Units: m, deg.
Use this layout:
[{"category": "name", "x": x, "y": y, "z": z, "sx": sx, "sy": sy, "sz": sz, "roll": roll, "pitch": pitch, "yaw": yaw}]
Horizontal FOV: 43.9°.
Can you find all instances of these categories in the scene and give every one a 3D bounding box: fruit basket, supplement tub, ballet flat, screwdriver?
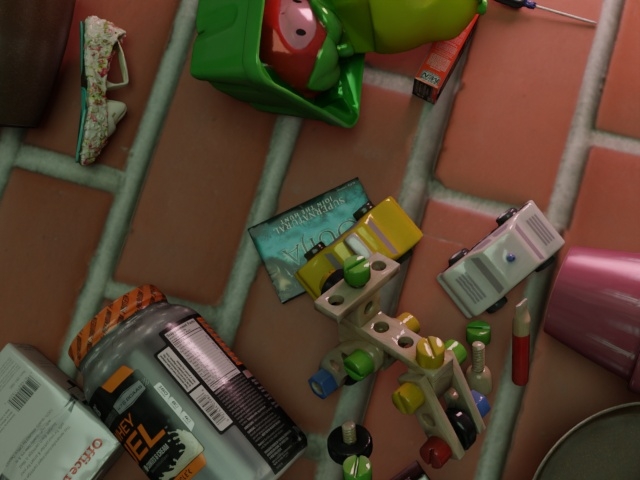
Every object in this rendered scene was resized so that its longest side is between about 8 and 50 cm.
[{"category": "fruit basket", "x": 0.030, "y": -0.356, "z": 1.121, "sx": 0.392, "sy": 0.283, "sz": 0.391, "roll": -9, "pitch": 74, "yaw": 33}, {"category": "supplement tub", "x": -0.185, "y": 0.224, "z": 1.083, "sx": 0.193, "sy": 0.193, "sz": 0.316, "roll": -42, "pitch": 80, "yaw": -4}, {"category": "ballet flat", "x": -0.337, "y": -0.232, "z": 1.232, "sx": 0.077, "sy": 0.091, "sz": 0.240, "roll": 2, "pitch": 83, "yaw": -18}, {"category": "screwdriver", "x": 0.349, "y": -0.362, "z": 1.236, "sx": 0.170, "sy": 0.025, "sz": 0.024, "roll": 16, "pitch": 82, "yaw": 7}]

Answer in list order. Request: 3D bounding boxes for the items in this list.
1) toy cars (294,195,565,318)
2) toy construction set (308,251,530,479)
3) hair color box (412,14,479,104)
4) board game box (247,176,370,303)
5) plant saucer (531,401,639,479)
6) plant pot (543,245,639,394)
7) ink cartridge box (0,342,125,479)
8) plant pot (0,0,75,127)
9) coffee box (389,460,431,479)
[{"category": "toy cars", "x": 0.161, "y": 0.023, "z": 1.130, "sx": 0.394, "sy": 0.087, "sz": 0.176, "roll": 2, "pitch": 87, "yaw": -2}, {"category": "toy construction set", "x": 0.128, "y": 0.127, "z": 1.027, "sx": 0.309, "sy": 0.257, "sz": 0.237, "roll": -15, "pitch": 123, "yaw": -14}, {"category": "hair color box", "x": 0.191, "y": -0.286, "z": 1.209, "sx": 0.043, "sy": 0.072, "sz": 0.141, "roll": 28, "pitch": 84, "yaw": 8}, {"category": "board game box", "x": 0.000, "y": 0.000, "z": 1.194, "sx": 0.186, "sy": 0.026, "sz": 0.126, "roll": -26, "pitch": 79, "yaw": -1}, {"category": "plant saucer", "x": 0.410, "y": 0.357, "z": 1.055, "sx": 0.311, "sy": 0.050, "sz": 0.310, "roll": -1, "pitch": 98, "yaw": -7}, {"category": "plant pot", "x": 0.410, "y": 0.095, "z": 1.077, "sx": 0.180, "sy": 0.201, "sz": 0.201, "roll": 19, "pitch": 82, "yaw": 22}, {"category": "ink cartridge box", "x": -0.401, "y": 0.276, "z": 1.137, "sx": 0.219, "sy": 0.092, "sz": 0.160, "roll": 38, "pitch": 85, "yaw": 9}, {"category": "plant pot", "x": -0.480, "y": -0.288, "z": 1.200, "sx": 0.216, "sy": 0.215, "sz": 0.230, "roll": 3, "pitch": 95, "yaw": 4}, {"category": "coffee box", "x": 0.048, "y": 0.430, "z": 1.044, "sx": 0.297, "sy": 0.168, "sz": 0.119, "roll": -35, "pitch": 80, "yaw": -2}]
